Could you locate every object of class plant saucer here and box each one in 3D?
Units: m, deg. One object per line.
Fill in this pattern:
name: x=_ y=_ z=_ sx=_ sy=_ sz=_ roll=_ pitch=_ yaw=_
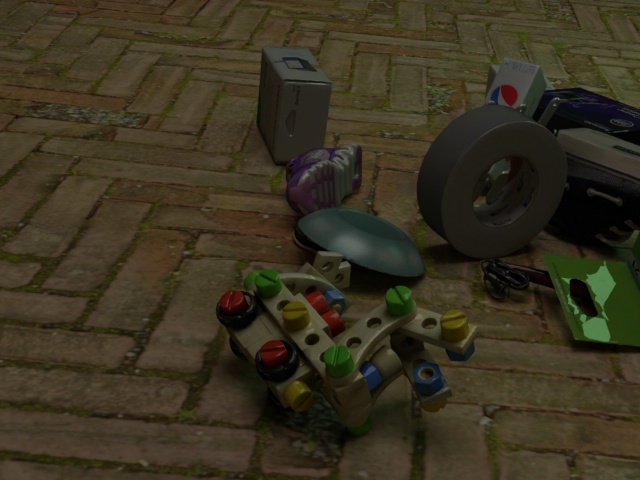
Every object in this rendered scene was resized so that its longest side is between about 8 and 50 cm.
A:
plant saucer: x=0.065 y=-0.008 z=1.558 sx=0.195 sy=0.037 sz=0.195 roll=19 pitch=17 yaw=-6

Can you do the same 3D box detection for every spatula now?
spatula: x=0.265 y=-0.126 z=1.695 sx=0.168 sy=0.242 sz=0.019 roll=-5 pitch=52 yaw=-27

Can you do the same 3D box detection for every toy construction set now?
toy construction set: x=0.013 y=0.096 z=1.254 sx=0.215 sy=0.151 sz=0.328 roll=-30 pitch=28 yaw=-13

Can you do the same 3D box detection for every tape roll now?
tape roll: x=0.252 y=-0.084 z=1.609 sx=0.219 sy=0.219 sz=0.072 roll=-7 pitch=30 yaw=-26

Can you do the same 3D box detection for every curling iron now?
curling iron: x=0.353 y=0.076 z=1.515 sx=0.274 sy=0.035 sz=0.068 roll=13 pitch=47 yaw=4

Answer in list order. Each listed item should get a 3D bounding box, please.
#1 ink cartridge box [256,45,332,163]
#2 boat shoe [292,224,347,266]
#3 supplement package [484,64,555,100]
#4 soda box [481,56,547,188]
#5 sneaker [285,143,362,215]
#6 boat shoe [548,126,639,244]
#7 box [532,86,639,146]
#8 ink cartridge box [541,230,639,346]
ink cartridge box: x=-0.051 y=-0.243 z=1.958 sx=0.093 sy=0.154 sz=0.212 roll=1 pitch=25 yaw=-12
boat shoe: x=0.000 y=0.000 z=1.588 sx=0.046 sy=0.038 sz=0.125 roll=-7 pitch=28 yaw=-27
supplement package: x=0.395 y=-0.274 z=2.178 sx=0.105 sy=0.105 sz=0.179 roll=4 pitch=26 yaw=-5
soda box: x=0.312 y=-0.200 z=1.884 sx=0.069 sy=0.216 sz=0.074 roll=21 pitch=-12 yaw=28
sneaker: x=-0.014 y=-0.096 z=1.740 sx=0.105 sy=0.095 sz=0.236 roll=7 pitch=19 yaw=19
boat shoe: x=0.484 y=-0.051 z=1.663 sx=0.127 sy=0.158 sz=0.340 roll=-9 pitch=28 yaw=-42
box: x=0.473 y=-0.188 z=1.941 sx=0.184 sy=0.103 sz=0.261 roll=-11 pitch=27 yaw=-29
ink cartridge box: x=0.448 y=0.051 z=1.456 sx=0.255 sy=0.097 sz=0.188 roll=5 pitch=37 yaw=-9
